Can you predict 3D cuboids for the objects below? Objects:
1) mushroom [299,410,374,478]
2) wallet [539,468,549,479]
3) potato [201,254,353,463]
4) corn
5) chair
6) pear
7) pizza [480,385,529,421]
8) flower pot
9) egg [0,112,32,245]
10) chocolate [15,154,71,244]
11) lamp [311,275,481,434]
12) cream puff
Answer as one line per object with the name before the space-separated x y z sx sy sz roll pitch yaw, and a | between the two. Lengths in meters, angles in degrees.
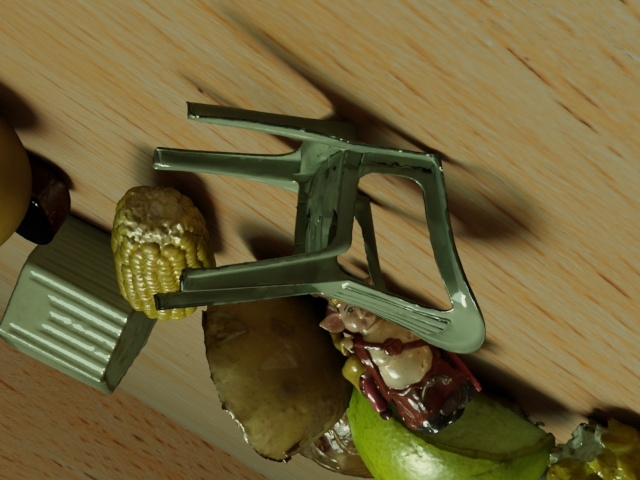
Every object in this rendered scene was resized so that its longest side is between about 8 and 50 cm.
mushroom | 0.022 0.275 1.943 0.278 0.146 0.278 28 157 13
wallet | 0.435 0.385 1.689 0.252 0.083 0.360 35 160 -31
potato | -0.033 0.122 1.513 0.239 0.116 0.299 57 -160 -10
corn | -0.193 0.018 1.544 0.130 0.130 0.347 28 163 3
chair | 0.000 0.000 1.083 0.275 0.190 0.203 2 170 -14
pear | 0.123 0.277 1.590 0.288 0.139 0.239 32 140 17
pizza | 0.180 0.253 1.727 0.223 0.089 0.323 42 160 -31
flower pot | -0.359 0.100 1.923 0.190 0.239 0.209 26 -167 5
egg | -0.496 -0.082 1.521 0.322 0.250 0.250 9 157 29
chocolate | -0.401 -0.073 1.706 0.149 0.080 0.125 42 148 -20
lamp | 0.068 0.110 1.428 0.253 0.118 0.118 50 160 -10
cream puff | 0.328 0.274 1.450 0.121 0.156 0.156 48 163 -1
